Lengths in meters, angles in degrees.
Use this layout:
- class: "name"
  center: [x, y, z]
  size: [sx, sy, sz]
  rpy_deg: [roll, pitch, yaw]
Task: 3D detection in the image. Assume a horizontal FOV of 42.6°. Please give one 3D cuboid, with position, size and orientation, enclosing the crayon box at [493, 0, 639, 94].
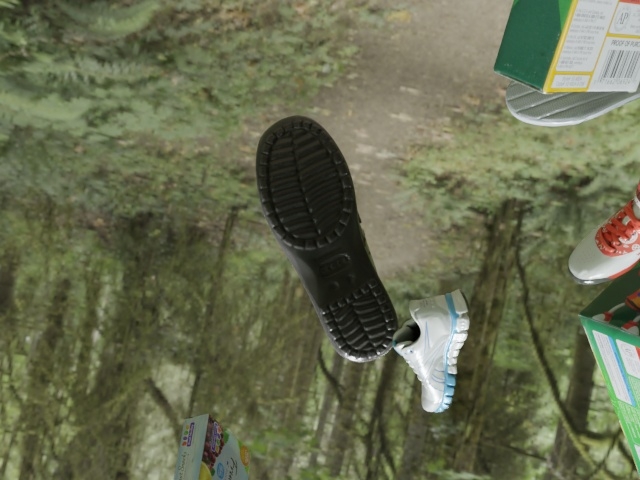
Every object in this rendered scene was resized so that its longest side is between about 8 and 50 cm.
- class: "crayon box"
  center: [0.328, -0.331, 0.914]
  size: [0.203, 0.323, 0.083]
  rpy_deg: [-9, -147, -40]

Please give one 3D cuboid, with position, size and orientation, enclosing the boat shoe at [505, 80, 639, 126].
- class: "boat shoe"
  center: [0.494, -0.270, 1.425]
  size: [0.335, 0.121, 0.119]
  rpy_deg: [-11, 178, 17]

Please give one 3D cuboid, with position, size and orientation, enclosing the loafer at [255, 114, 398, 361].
- class: "loafer"
  center: [0.000, 0.000, 1.198]
  size: [0.133, 0.366, 0.130]
  rpy_deg: [-18, 179, -3]

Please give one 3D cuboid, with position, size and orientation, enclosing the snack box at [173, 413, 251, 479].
- class: "snack box"
  center: [-0.122, 0.279, 0.908]
  size: [0.037, 0.141, 0.100]
  rpy_deg: [-13, 138, 20]

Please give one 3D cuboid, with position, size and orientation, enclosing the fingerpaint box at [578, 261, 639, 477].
- class: "fingerpaint box"
  center: [0.702, 0.204, 1.478]
  size: [0.163, 0.371, 0.445]
  rpy_deg: [22, 145, 56]

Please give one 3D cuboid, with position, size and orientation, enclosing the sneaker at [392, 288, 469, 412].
- class: "sneaker"
  center: [0.128, 0.138, 1.015]
  size: [0.082, 0.191, 0.071]
  rpy_deg: [-2, -145, -5]

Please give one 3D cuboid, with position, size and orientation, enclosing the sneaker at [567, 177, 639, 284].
- class: "sneaker"
  center: [0.479, -0.040, 1.238]
  size: [0.270, 0.090, 0.145]
  rpy_deg: [-31, 142, 18]
